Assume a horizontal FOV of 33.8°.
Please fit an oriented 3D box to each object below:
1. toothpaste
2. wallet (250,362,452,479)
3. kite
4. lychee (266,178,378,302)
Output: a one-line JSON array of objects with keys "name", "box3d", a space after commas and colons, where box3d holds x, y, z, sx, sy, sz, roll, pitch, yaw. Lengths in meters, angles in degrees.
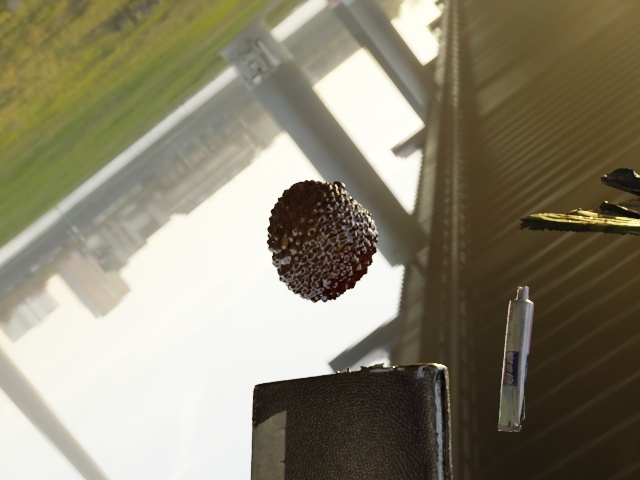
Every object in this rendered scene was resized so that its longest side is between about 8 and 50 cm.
[{"name": "toothpaste", "box3d": [0.228, 0.137, 1.224, 0.045, 0.028, 0.170, -17, -118, 63]}, {"name": "wallet", "box3d": [0.036, 0.271, 1.297, 0.262, 0.221, 0.071, -9, 158, 20]}, {"name": "kite", "box3d": [0.325, -0.032, 0.853, 0.321, 0.016, 0.234, -16, -156, -26]}, {"name": "lychee", "box3d": [0.002, 0.001, 1.119, 0.123, 0.123, 0.129, -28, -129, 47]}]
